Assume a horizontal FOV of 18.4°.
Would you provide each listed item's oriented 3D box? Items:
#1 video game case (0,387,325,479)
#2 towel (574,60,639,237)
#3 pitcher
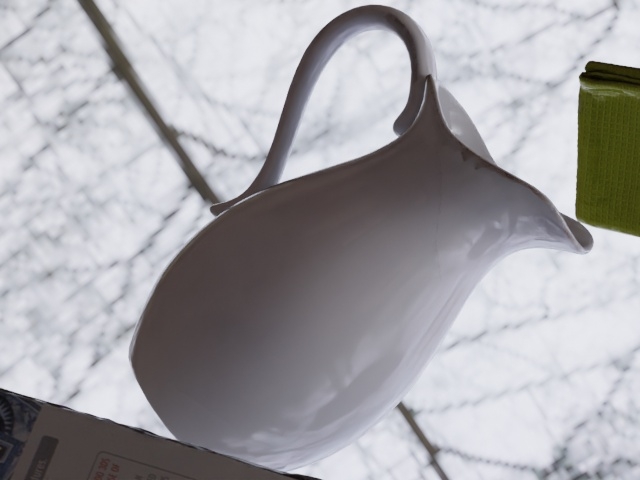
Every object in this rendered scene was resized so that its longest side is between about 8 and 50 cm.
[{"bbox_3d":[-0.125,0.142,0.479,0.210,0.042,0.232,14,-111,16],"label":"video game case"},{"bbox_3d":[0.242,-0.024,1.002,0.237,0.102,0.021,14,-145,24],"label":"towel"},{"bbox_3d":[0.000,0.000,0.953,0.207,0.125,0.178,-39,-120,10],"label":"pitcher"}]
